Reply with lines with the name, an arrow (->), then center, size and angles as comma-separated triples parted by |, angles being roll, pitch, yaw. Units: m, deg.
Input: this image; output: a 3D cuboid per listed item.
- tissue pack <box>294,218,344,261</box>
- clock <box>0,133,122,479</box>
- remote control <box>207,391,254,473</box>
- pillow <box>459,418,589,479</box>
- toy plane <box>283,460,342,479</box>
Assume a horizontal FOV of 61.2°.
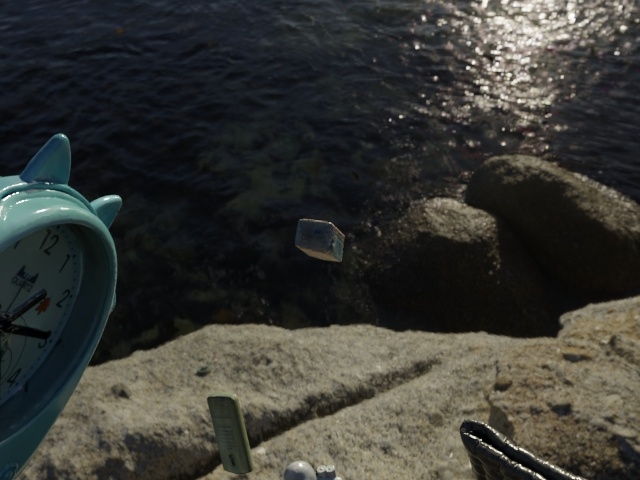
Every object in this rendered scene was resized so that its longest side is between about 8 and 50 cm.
tissue pack -> 0.000, 0.000, 0.976 | 0.074, 0.094, 0.059 | 9, 80, 18
clock -> -0.244, 0.057, 0.386 | 0.094, 0.223, 0.274 | 21, 70, 9
remote control -> -0.252, 0.536, 1.511 | 0.098, 0.234, 0.038 | -8, 7, 28
pillow -> 0.490, 0.575, 1.292 | 0.326, 0.228, 0.101 | 19, 53, 43
toy plane -> -0.032, 0.544, 1.150 | 0.174, 0.174, 0.080 | -16, 21, -11
